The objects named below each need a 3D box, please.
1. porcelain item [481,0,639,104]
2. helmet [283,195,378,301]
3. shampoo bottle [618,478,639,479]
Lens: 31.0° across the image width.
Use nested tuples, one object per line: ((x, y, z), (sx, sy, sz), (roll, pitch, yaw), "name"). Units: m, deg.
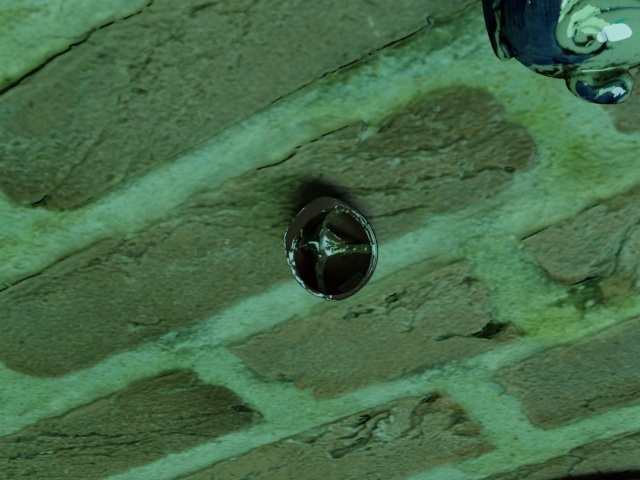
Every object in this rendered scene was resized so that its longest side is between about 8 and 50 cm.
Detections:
((0.259, -0.208, 0.817), (0.288, 0.138, 0.186), (-4, 127, 4), "porcelain item")
((0.000, 0.000, 1.107), (0.089, 0.057, 0.111), (-41, 121, -7), "helmet")
((0.406, 0.358, 1.483), (0.284, 0.071, 0.153), (-11, 138, 15), "shampoo bottle")
